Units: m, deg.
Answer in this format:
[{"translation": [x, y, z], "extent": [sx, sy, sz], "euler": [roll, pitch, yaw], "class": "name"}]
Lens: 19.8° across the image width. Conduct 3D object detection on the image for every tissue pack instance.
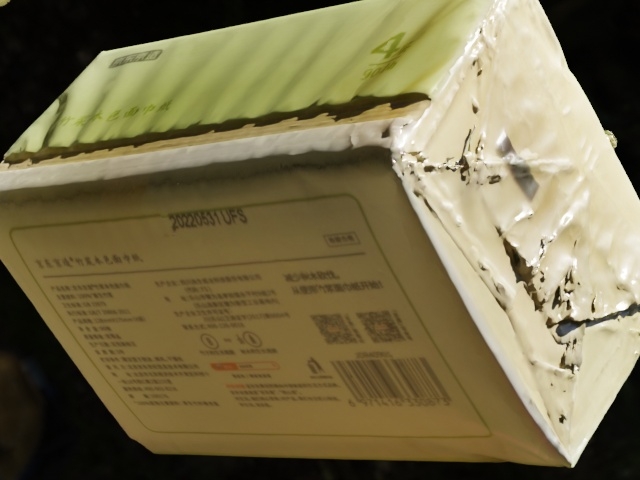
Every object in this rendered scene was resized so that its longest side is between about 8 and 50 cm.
[{"translation": [0.000, 0.000, 0.740], "extent": [0.159, 0.234, 0.125], "euler": [57, 49, -28], "class": "tissue pack"}]

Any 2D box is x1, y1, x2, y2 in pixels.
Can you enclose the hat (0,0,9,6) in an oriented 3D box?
[{"translation": [-0.231, -0.175, 0.981], "extent": [0.146, 0.067, 0.146], "euler": [49, 26, -34], "class": "hat"}]
